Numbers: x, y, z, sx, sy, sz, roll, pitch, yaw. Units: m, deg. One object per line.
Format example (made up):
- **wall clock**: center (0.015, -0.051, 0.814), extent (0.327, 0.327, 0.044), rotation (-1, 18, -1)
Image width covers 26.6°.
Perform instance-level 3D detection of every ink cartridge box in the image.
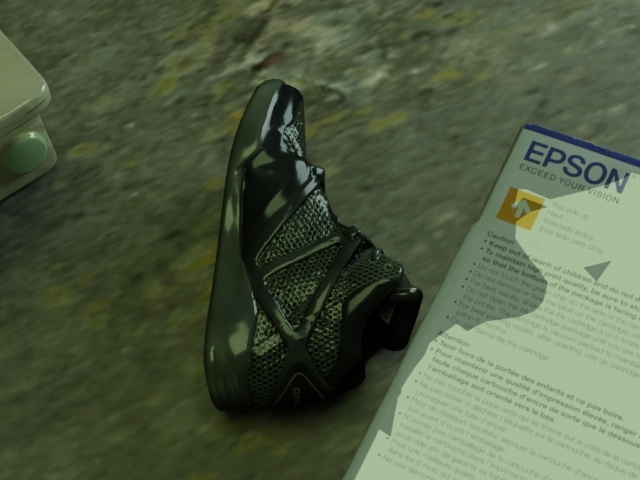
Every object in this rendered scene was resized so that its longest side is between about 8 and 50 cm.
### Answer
- **ink cartridge box**: center (0.194, 0.132, 0.741), extent (0.324, 0.071, 0.330), rotation (22, 70, 20)

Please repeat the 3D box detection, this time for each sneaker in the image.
- **sneaker**: center (0.000, 0.000, 0.864), extent (0.130, 0.087, 0.227), rotation (0, 60, 4)

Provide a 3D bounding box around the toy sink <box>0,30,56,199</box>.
- **toy sink**: center (-0.282, -0.084, 0.919), extent (0.153, 0.131, 0.234), rotation (-35, 55, -17)
